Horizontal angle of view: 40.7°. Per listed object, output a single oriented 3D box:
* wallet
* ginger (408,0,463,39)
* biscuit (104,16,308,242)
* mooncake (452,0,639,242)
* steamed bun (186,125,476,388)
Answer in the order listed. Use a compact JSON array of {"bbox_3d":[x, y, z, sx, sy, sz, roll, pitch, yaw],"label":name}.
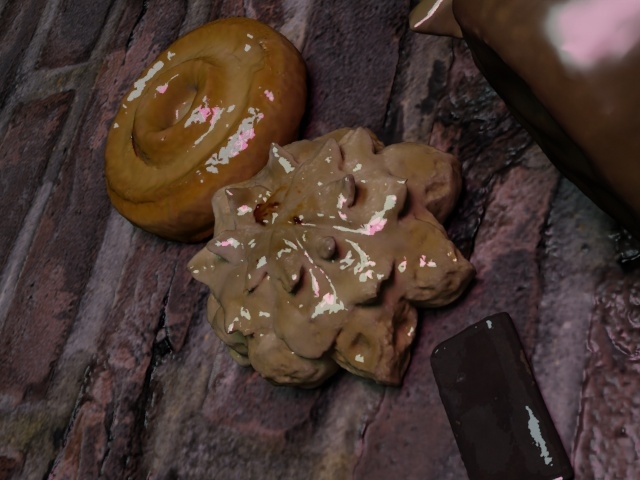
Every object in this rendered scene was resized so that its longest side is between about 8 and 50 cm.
[{"bbox_3d":[0.142,0.136,0.699,0.082,0.018,0.156,-31,49,18],"label":"wallet"},{"bbox_3d":[0.177,-0.340,0.832,0.359,0.211,0.413,3,27,34],"label":"ginger"},{"bbox_3d":[-0.149,-0.143,1.041,0.296,0.102,0.296,-19,55,30],"label":"biscuit"},{"bbox_3d":[0.221,-0.112,0.608,0.155,0.284,0.284,-40,47,14],"label":"mooncake"},{"bbox_3d":[0.000,0.000,0.814,0.292,0.137,0.295,-30,47,16],"label":"steamed bun"}]
